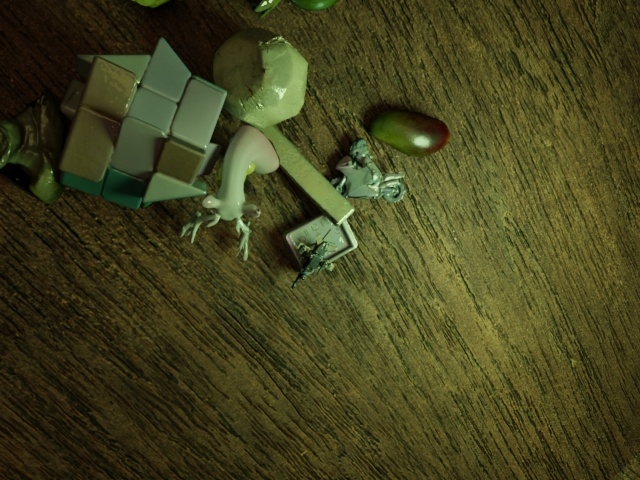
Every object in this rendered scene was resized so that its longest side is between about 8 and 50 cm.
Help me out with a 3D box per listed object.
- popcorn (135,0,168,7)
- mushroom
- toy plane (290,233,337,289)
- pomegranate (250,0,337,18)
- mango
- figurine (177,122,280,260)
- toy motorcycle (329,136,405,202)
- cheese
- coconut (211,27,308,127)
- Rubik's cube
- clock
[{"bbox_3d":[-0.461,-0.723,1.073,0.276,0.277,0.226,-9,135,-13],"label":"popcorn"},{"bbox_3d":[-0.675,-0.225,1.042,0.212,0.292,0.218,43,71,-17],"label":"mushroom"},{"bbox_3d":[-0.032,0.075,1.282,0.135,0.062,0.188,35,86,-16],"label":"toy plane"},{"bbox_3d":[-0.052,-0.723,1.184,0.242,0.242,0.306,32,108,-16],"label":"pomegranate"},{"bbox_3d":[0.286,-0.336,1.363,0.267,0.111,0.133,8,106,-11],"label":"mango"},{"bbox_3d":[-0.235,-0.111,1.203,0.206,0.284,0.316,27,63,-9],"label":"figurine"},{"bbox_3d":[0.145,-0.219,1.338,0.238,0.108,0.204,1,96,-15],"label":"toy motorcycle"},{"bbox_3d":[-0.059,-0.208,1.294,0.400,0.034,0.085,45,79,-5],"label":"cheese"},{"bbox_3d":[-0.153,-0.433,1.171,0.244,0.247,0.245,3,98,23],"label":"coconut"},{"bbox_3d":[-0.428,-0.261,1.066,0.358,0.387,0.369,22,72,-20],"label":"Rubik's cube"},{"bbox_3d":[0.000,0.000,1.349,0.197,0.063,0.150,-28,102,-10],"label":"clock"}]
